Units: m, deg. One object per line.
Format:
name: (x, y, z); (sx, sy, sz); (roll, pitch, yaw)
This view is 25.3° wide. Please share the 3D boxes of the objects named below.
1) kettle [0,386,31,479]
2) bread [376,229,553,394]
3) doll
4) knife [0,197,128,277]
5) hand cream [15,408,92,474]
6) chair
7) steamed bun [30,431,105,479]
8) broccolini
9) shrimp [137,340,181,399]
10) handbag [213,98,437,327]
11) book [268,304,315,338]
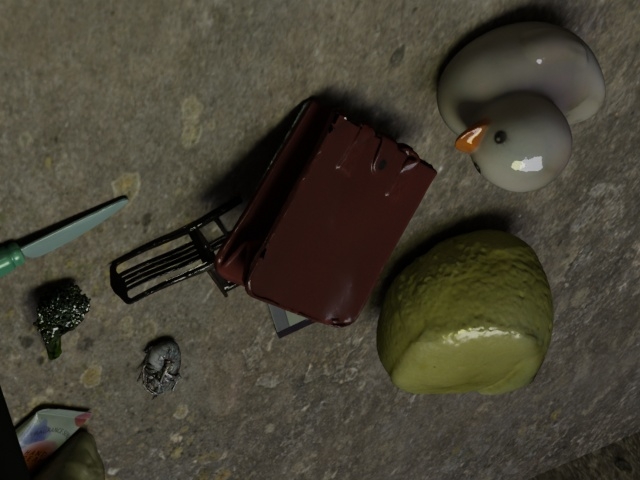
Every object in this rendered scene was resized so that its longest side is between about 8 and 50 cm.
kettle: (-0.512, 0.280, 1.842); (0.262, 0.308, 0.203); (-37, 152, 18)
bread: (0.241, 0.126, 2.393); (0.320, 0.237, 0.320); (-9, 147, -6)
doll: (0.274, -0.167, 1.888); (0.251, 0.221, 0.221); (-12, 151, -30)
knife: (-0.360, 0.011, 1.812); (0.260, 0.034, 0.063); (-24, 159, -15)
hand cream: (-0.516, 0.380, 2.314); (0.341, 0.078, 0.124); (-41, 152, 17)
chair: (-0.178, 0.035, 1.974); (0.212, 0.084, 0.101); (-28, 151, 2)
steamed bun: (-0.431, 0.445, 2.348); (0.211, 0.144, 0.218); (-38, -167, 25)
broccolini: (-0.375, 0.120, 1.985); (0.068, 0.091, 0.202); (29, 148, -9)
shrimp: (-0.255, 0.212, 2.261); (0.065, 0.056, 0.165); (-27, 150, -39)
handbag: (0.009, -0.032, 1.910); (0.260, 0.084, 0.275); (26, 98, -50)
book: (-0.011, 0.075, 2.280); (0.157, 0.026, 0.231); (-22, 154, -6)
